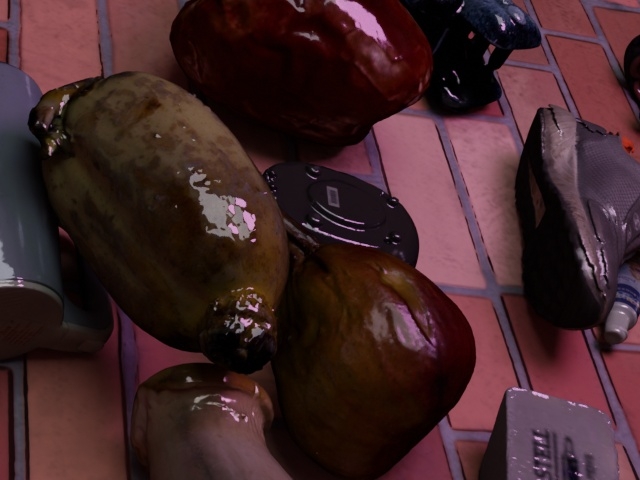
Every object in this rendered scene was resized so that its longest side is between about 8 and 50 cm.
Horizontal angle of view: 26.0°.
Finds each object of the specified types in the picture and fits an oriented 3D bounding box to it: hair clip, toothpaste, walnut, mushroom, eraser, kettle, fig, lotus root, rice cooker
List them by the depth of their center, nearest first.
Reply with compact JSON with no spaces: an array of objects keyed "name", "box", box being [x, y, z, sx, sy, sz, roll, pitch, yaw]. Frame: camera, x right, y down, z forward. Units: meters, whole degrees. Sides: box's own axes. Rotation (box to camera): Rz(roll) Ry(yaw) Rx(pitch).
[{"name":"mushroom","box":[-0.041,0.268,1.036,0.154,0.137,0.407,-26,53,8]},{"name":"lotus root","box":[-0.125,-0.011,1.153,0.173,0.173,0.309,-18,59,-37]},{"name":"eraser","box":[0.197,0.286,1.173,0.111,0.077,0.352,17,42,-9]},{"name":"fig","box":[0.011,0.063,1.194,0.290,0.190,0.190,55,42,-11]},{"name":"kettle","box":[-0.285,-0.013,1.237,0.210,0.160,0.243,22,39,-48]},{"name":"rice cooker","box":[-0.001,0.000,1.348,0.203,0.118,0.142,14,42,-18]},{"name":"walnut","box":[-0.015,-0.219,1.518,0.269,0.222,0.244,37,23,-8]},{"name":"toothpaste","box":[0.336,0.046,1.520,0.062,0.037,0.216,24,36,6]},{"name":"hair clip","box":[0.125,-0.304,1.694,0.206,0.194,0.310,13,39,-30]}]

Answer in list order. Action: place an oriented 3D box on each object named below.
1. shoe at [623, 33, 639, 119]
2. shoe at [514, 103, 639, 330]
[{"name":"shoe","box":[0.464,-0.231,1.817,0.137,0.114,0.291,14,45,-3]},{"name":"shoe","box":[0.312,-0.015,1.493,0.171,0.132,0.336,10,37,-6]}]
